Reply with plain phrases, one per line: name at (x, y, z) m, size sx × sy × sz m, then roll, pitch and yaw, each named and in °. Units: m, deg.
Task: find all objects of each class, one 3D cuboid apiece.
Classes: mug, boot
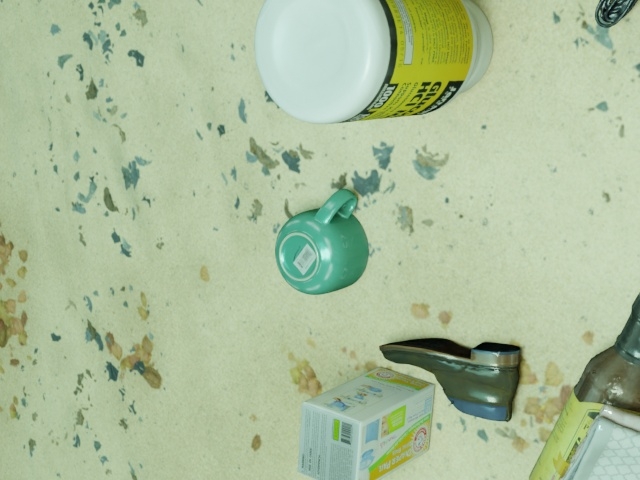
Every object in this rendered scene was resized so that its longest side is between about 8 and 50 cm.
mug at (-0.007, 0.004, 1.698) m, size 0.129 × 0.097 × 0.158 m, roll -2°, pitch 97°, yaw 36°
boot at (0.182, 0.199, 1.607) m, size 0.219 × 0.082 × 0.106 m, roll 2°, pitch 97°, yaw 34°

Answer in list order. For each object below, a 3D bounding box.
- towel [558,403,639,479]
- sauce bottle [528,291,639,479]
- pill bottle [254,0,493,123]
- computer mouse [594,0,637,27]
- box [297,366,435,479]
towel at (0.433, 0.392, 1.400) m, size 0.317 × 0.053 × 0.332 m, roll 23°, pitch 122°, yaw 8°
sauce bottle at (0.373, 0.226, 1.454) m, size 0.111 × 0.111 × 0.344 m, roll 31°, pitch 116°, yaw 28°
pill bottle at (0.084, -0.251, 1.439) m, size 0.188 × 0.334 × 0.188 m, roll 7°, pitch 103°, yaw 35°
computer mouse at (0.472, -0.256, 1.334) m, size 0.184 × 0.060 × 0.262 m, roll -50°, pitch 62°, yaw 29°
box at (0.070, 0.272, 1.626) m, size 0.103 × 0.203 × 0.114 m, roll 14°, pitch 108°, yaw 34°
